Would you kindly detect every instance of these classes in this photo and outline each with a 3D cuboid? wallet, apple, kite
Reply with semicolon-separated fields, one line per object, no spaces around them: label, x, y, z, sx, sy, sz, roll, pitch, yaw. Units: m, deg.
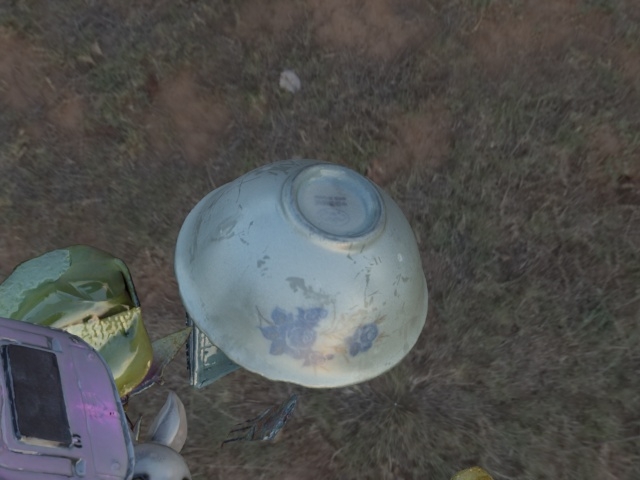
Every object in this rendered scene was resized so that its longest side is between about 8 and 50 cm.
wallet;-0.173;0.129;1.853;0.075;0.237;0.342;25;121;41
apple;-0.320;0.115;1.130;0.188;0.174;0.207;-20;92;-20
kite;-0.137;0.392;1.862;0.229;0.127;0.016;-31;105;40

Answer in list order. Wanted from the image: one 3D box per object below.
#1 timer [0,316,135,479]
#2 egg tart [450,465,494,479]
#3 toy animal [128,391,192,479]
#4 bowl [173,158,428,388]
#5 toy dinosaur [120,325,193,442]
timer;-0.268;0.165;0.830;0.069;0.190;0.209;-42;53;23
egg tart;0.245;0.491;1.434;0.098;0.232;0.252;11;50;34
toy animal;-0.250;0.361;1.160;0.208;0.154;0.325;5;52;-27
bowl;0.000;0.000;1.012;0.313;0.146;0.313;10;52;-13
toy dinosaur;-0.358;0.291;1.649;0.206;0.113;0.328;18;91;34
